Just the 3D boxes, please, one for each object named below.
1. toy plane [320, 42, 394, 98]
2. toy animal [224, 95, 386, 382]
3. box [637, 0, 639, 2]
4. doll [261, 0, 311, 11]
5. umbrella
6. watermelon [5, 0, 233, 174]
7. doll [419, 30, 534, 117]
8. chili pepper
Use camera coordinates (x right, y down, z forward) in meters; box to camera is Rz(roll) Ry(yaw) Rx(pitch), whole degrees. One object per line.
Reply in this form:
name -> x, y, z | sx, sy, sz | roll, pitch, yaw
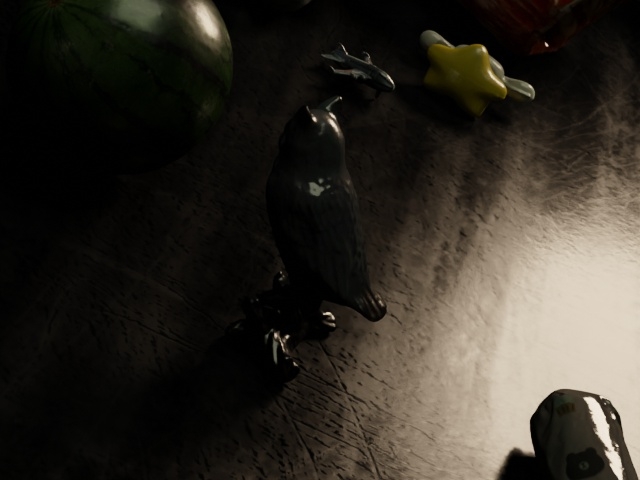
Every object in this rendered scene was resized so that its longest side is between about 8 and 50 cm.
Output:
toy plane -> 0.042, -0.176, 1.810 | 0.083, 0.031, 0.078 | 37, 32, 16
toy animal -> 0.003, -0.002, 1.356 | 0.117, 0.210, 0.121 | 23, 29, 21
box -> 0.502, -0.525, 2.374 | 0.318, 0.348, 0.257 | 36, 32, 16
doll -> -0.018, -0.375, 1.939 | 0.246, 0.158, 0.340 | 21, 32, 13
umbrella -> 0.222, 0.240, 1.298 | 0.073, 0.067, 0.337 | 6, 37, -12
watermelon -> -0.162, -0.142, 1.467 | 0.215, 0.188, 0.188 | 42, 12, -48
doll -> 0.160, -0.192, 1.898 | 0.135, 0.071, 0.113 | 41, 25, 30
chili pepper -> 0.244, -0.351, 2.085 | 0.251, 0.229, 0.305 | -7, 55, -47
